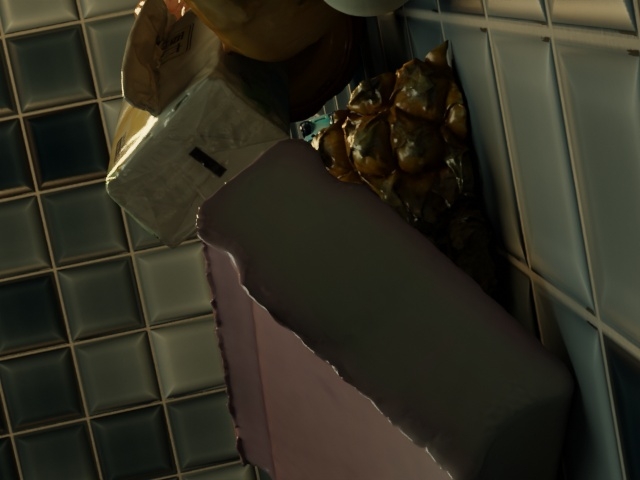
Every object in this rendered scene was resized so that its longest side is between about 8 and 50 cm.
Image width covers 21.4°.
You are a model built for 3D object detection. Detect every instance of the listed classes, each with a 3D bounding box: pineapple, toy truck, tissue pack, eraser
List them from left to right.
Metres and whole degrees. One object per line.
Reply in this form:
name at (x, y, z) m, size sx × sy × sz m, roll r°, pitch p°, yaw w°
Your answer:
tissue pack at (-0.125, -0.134, 1.522) m, size 0.145 × 0.159 × 0.229 m, roll 39°, pitch -157°, yaw -20°
toy truck at (0.014, -0.105, 2.038) m, size 0.090 × 0.056 × 0.073 m, roll 64°, pitch -168°, yaw -46°
eraser at (0.043, 0.129, 1.229) m, size 0.272 × 0.122 × 0.359 m, roll 41°, pitch 159°, yaw 25°
pineapple at (0.055, 0.001, 1.280) m, size 0.249 × 0.140 × 0.164 m, roll 90°, pitch 166°, yaw -55°

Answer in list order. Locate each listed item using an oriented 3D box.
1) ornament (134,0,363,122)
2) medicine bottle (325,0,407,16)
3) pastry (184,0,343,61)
ornament at (-0.059, -0.228, 1.752) m, size 0.217 × 0.235 × 0.221 m, roll -132°, pitch 58°, yaw -71°
medicine bottle at (0.033, -0.246, 1.201) m, size 0.183 × 0.086 × 0.086 m, roll 88°, pitch 169°, yaw -61°
pastry at (-0.052, -0.313, 1.424) m, size 0.284 × 0.184 × 0.315 m, roll 49°, pitch -160°, yaw -58°
